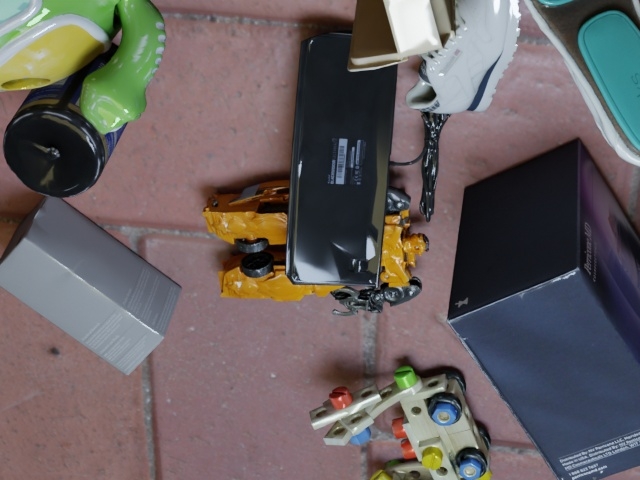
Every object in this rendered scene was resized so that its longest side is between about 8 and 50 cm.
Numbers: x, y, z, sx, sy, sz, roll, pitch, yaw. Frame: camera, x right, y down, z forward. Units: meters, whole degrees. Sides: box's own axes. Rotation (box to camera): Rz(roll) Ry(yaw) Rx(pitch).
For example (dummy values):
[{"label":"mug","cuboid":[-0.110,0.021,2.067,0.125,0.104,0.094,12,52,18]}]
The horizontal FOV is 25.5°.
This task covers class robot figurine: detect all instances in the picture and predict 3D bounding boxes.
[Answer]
[{"label":"robot figurine","cuboid":[0.000,0.000,1.865,0.291,0.085,0.211,-2,124,12]}]

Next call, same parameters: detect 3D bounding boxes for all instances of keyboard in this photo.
[{"label":"keyboard","cuboid":[0.062,-0.097,1.749,0.201,0.033,0.317,3,101,-10]}]

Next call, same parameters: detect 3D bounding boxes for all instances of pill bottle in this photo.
[{"label":"pill bottle","cuboid":[-0.297,-0.157,1.728,0.122,0.219,0.123,5,124,7]}]

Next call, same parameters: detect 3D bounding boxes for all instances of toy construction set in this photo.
[{"label":"toy construction set","cuboid":[0.123,0.296,2.015,0.215,0.151,0.328,-16,130,20]}]

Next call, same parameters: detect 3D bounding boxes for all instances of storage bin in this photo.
[{"label":"storage bin","cuboid":[0.056,-0.354,1.514,0.123,0.260,0.262,-11,121,12]}]

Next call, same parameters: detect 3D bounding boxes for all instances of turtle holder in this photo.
[{"label":"turtle holder","cuboid":[-0.324,-0.270,1.602,0.320,0.243,0.227,42,85,-20]}]

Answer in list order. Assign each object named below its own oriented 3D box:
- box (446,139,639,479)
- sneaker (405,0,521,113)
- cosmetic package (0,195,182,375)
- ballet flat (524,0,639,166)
[{"label":"box","cuboid":[0.311,0.088,1.741,0.182,0.296,0.294,-26,116,25]},{"label":"sneaker","cuboid":[0.163,-0.227,1.629,0.094,0.090,0.235,-3,143,-12]},{"label":"cosmetic package","cuboid":[-0.318,0.058,1.934,0.238,0.127,0.107,36,121,-12]},{"label":"ballet flat","cuboid":[0.296,-0.261,1.591,0.139,0.139,0.400,-25,87,24]}]
